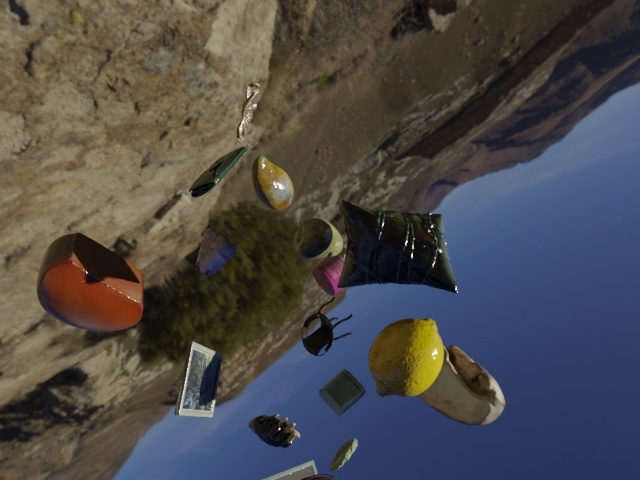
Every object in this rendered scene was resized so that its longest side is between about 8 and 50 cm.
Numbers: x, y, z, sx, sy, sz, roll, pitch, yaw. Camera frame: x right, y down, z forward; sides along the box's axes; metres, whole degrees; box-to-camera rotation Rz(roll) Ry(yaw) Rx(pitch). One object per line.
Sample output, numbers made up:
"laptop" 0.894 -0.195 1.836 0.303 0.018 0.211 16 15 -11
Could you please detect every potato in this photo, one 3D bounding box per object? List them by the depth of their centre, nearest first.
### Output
"potato" 0.000 0.000 1.707 0.193 0.157 0.157 15 142 -37

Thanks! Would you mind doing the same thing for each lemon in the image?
"lemon" 0.223 0.306 1.257 0.244 0.186 0.187 -51 178 1

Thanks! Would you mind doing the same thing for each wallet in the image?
"wallet" -0.371 -0.257 1.742 0.160 0.055 0.236 -16 -147 39

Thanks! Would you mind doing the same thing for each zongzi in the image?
"zongzi" 0.206 0.060 1.536 0.319 0.383 0.362 -81 -174 -47

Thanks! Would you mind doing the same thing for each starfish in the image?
"starfish" -0.239 -0.396 1.517 0.210 0.053 0.150 115 -1 -49

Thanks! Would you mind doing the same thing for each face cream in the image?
"face cream" 0.082 0.153 2.398 0.194 0.175 0.175 -39 180 -20

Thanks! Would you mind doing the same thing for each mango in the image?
"mango" -0.235 -0.274 2.316 0.146 0.316 0.193 12 -119 33

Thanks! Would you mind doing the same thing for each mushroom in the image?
"mushroom" 0.506 0.536 1.730 0.224 0.313 0.397 -53 -141 1

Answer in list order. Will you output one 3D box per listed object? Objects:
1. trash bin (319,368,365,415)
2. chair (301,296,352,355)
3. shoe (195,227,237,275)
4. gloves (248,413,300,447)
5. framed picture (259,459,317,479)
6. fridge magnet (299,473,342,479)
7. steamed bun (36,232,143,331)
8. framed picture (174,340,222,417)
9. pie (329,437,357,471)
"trash bin" 0.079 0.543 1.712 0.129 0.116 0.059 -28 149 -40
"chair" 0.020 0.372 2.012 0.213 0.174 0.149 -33 140 -20
"shoe" -0.375 0.041 1.638 0.138 0.095 0.245 -46 -154 -10
"gloves" -0.169 0.743 1.868 0.203 0.164 0.124 -3 -115 55
"framed picture" -0.115 1.096 2.031 0.296 0.233 0.019 -1 152 -37
"fridge magnet" 0.016 0.883 1.584 0.265 0.265 0.113 -32 140 -67
"steamed bun" -0.827 0.173 1.705 0.248 0.379 0.235 -35 -139 11
"framed picture" -0.425 0.504 1.706 0.020 0.241 0.324 2 158 9
"pie" 0.105 1.003 2.240 0.187 0.041 0.187 -47 171 -9
